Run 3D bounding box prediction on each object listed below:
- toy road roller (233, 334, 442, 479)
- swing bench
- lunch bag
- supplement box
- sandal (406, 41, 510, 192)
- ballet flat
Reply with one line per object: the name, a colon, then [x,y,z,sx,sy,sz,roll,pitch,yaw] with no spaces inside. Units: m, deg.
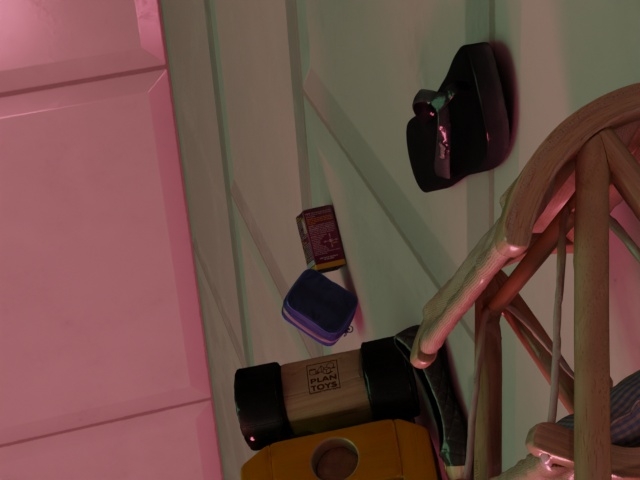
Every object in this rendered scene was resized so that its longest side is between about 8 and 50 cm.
toy road roller: [0.038,0.281,1.456,0.240,0.202,0.329,69,-170,-50]
swing bench: [0.160,0.073,0.797,0.253,0.165,0.254,108,149,-68]
lunch bag: [0.001,0.092,1.733,0.098,0.067,0.065,35,158,5]
supplement box: [0.000,0.000,1.760,0.055,0.043,0.083,140,117,-77]
sandal: [0.107,-0.092,1.145,0.254,0.054,0.097,120,137,-72]
ballet flat: [0.117,0.172,1.361,0.057,0.049,0.173,115,142,-72]
